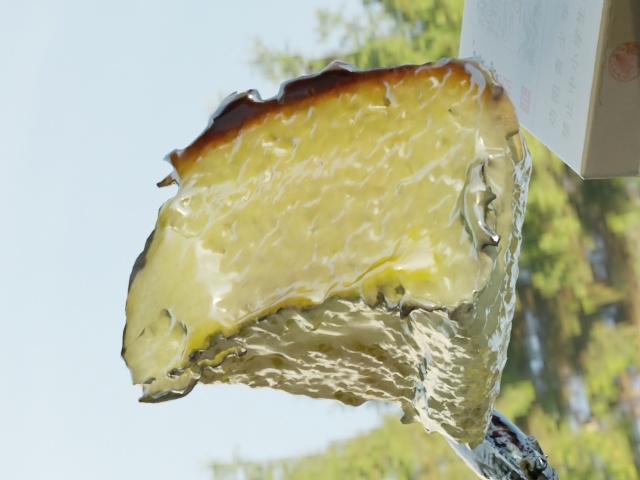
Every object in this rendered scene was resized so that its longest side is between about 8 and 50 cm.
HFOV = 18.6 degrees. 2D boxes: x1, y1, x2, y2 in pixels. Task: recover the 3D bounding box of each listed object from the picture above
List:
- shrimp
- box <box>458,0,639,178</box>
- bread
[{"bbox_3d":[0.098,0.110,0.979,0.091,0.161,0.034,39,-86,-25],"label":"shrimp"},{"bbox_3d":[0.143,-0.131,1.117,0.058,0.201,0.141,-2,-69,-18],"label":"box"},{"bbox_3d":[0.000,0.000,0.782,0.160,0.140,0.169,7,-24,5],"label":"bread"}]
